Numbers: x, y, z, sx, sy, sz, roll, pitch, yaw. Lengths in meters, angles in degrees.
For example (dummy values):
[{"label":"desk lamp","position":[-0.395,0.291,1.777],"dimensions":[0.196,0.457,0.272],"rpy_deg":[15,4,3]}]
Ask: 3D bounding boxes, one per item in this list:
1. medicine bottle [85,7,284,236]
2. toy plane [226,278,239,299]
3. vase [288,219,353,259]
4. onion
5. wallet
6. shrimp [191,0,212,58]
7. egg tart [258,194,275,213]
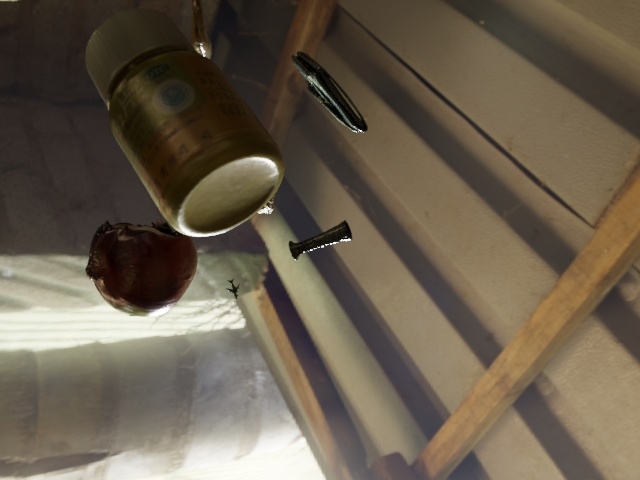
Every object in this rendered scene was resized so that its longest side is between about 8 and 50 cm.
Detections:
[{"label":"medicine bottle","position":[-0.247,-0.214,1.078],"dimensions":[0.384,0.224,0.224],"rpy_deg":[55,-46,23]},{"label":"toy plane","position":[-0.330,0.185,2.351],"dimensions":[0.024,0.078,0.084],"rpy_deg":[-28,-96,34]},{"label":"vase","position":[0.000,0.000,1.647],"dimensions":[0.167,0.059,0.059],"rpy_deg":[-20,-110,11]},{"label":"onion","position":[-0.544,0.081,1.894],"dimensions":[0.341,0.341,0.341],"rpy_deg":[3,-87,55]},{"label":"wallet","position":[0.019,-0.441,1.840],"dimensions":[0.075,0.237,0.342],"rpy_deg":[-42,-153,7]},{"label":"shrimp","position":[-0.301,-0.550,1.557],"dimensions":[0.262,0.051,0.198],"rpy_deg":[130,-42,-81]},{"label":"egg tart","position":[-0.225,-0.144,1.693],"dimensions":[0.106,0.241,0.241],"rpy_deg":[-49,-142,-10]}]
